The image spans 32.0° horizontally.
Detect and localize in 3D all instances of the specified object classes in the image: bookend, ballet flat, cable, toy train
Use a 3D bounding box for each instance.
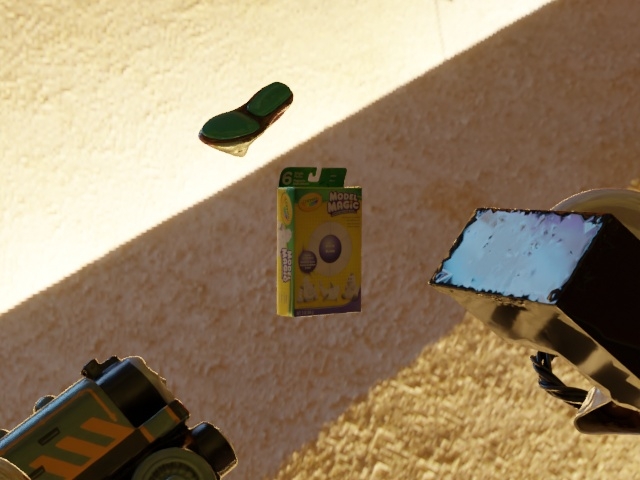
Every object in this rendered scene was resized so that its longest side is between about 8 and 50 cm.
[{"bbox_3d":[0.185,0.052,0.783,0.157,0.156,0.072,39,-103,-20],"label":"bookend"},{"bbox_3d":[-0.120,-0.184,1.813,0.077,0.079,0.221,31,-136,16],"label":"ballet flat"},{"bbox_3d":[0.382,0.175,1.544,0.185,0.047,0.150,14,-127,14],"label":"cable"},{"bbox_3d":[-0.235,0.242,0.965,0.334,0.142,0.190,-38,-102,-24],"label":"toy train"}]

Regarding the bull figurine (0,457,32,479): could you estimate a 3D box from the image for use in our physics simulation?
[{"bbox_3d":[-0.240,0.188,0.523,0.188,0.101,0.310,35,-154,32],"label":"bull figurine"}]

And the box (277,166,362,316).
[{"bbox_3d":[0.000,0.000,1.351,0.105,0.043,0.179,-3,-88,-36],"label":"box"}]

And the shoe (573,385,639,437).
[{"bbox_3d":[0.354,0.181,1.167,0.058,0.219,0.076,-25,-86,-31],"label":"shoe"}]

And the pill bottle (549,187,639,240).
[{"bbox_3d":[0.265,0.043,1.041,0.153,0.265,0.153,-1,-96,11],"label":"pill bottle"}]
